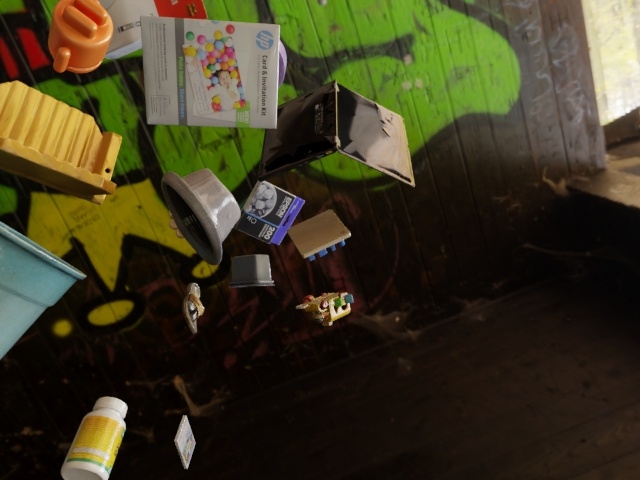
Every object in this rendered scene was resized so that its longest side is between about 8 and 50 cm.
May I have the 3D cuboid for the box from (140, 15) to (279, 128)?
[{"bbox_3d":[-0.154,-0.236,0.755,0.186,0.145,0.038,1,-157,-10],"label":"box"}]

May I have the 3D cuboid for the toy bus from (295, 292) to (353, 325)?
[{"bbox_3d":[0.018,0.254,1.919,0.202,0.104,0.191,-12,-175,-2],"label":"toy bus"}]

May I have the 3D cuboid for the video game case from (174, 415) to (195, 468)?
[{"bbox_3d":[-0.383,0.571,1.505,0.011,0.122,0.087,-3,-148,6],"label":"video game case"}]

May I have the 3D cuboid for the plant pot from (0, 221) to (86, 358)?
[{"bbox_3d":[-0.689,0.111,0.986,0.341,0.341,0.334,9,-117,54],"label":"plant pot"}]

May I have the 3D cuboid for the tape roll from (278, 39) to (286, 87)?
[{"bbox_3d":[-0.194,-0.513,1.539,0.188,0.189,0.080,-16,-145,12],"label":"tape roll"}]

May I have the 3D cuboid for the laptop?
[{"bbox_3d":[0.048,-0.301,1.682,0.407,0.236,0.382,-19,-138,19],"label":"laptop"}]

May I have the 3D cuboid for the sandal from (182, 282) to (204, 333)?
[{"bbox_3d":[-0.426,0.223,1.821,0.060,0.090,0.219,-16,-147,5],"label":"sandal"}]

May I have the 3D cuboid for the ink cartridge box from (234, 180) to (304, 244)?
[{"bbox_3d":[-0.182,-0.096,1.950,0.206,0.208,0.045,-59,-148,11],"label":"ink cartridge box"}]

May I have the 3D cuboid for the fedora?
[{"bbox_3d":[-0.285,-0.078,1.336,0.124,0.275,0.243,-36,-119,-22],"label":"fedora"}]

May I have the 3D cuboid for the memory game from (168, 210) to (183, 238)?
[{"bbox_3d":[-0.368,-0.083,1.584,0.186,0.012,0.186,-4,-113,10],"label":"memory game"}]

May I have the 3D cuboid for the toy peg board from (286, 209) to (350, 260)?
[{"bbox_3d":[0.000,0.000,1.661,0.161,0.079,0.161,-26,-143,-8],"label":"toy peg board"}]

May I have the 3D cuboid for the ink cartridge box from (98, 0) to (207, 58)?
[{"bbox_3d":[-0.594,-0.806,1.726,0.384,0.308,0.091,-15,-174,17],"label":"ink cartridge box"}]

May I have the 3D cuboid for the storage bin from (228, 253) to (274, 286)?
[{"bbox_3d":[-0.197,0.089,1.548,0.135,0.091,0.098,-6,173,42],"label":"storage bin"}]

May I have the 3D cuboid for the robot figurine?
[{"bbox_3d":[-0.553,-0.471,1.224,0.128,0.158,0.219,-7,172,-33],"label":"robot figurine"}]

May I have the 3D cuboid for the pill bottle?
[{"bbox_3d":[-0.590,0.529,1.410,0.117,0.118,0.208,-15,-142,15],"label":"pill bottle"}]

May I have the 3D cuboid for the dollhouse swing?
[{"bbox_3d":[-0.664,-0.271,1.322,0.305,0.346,0.315,-17,-122,46],"label":"dollhouse swing"}]
